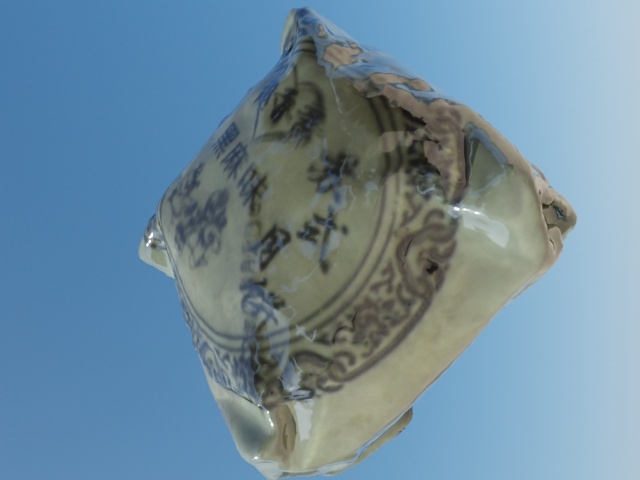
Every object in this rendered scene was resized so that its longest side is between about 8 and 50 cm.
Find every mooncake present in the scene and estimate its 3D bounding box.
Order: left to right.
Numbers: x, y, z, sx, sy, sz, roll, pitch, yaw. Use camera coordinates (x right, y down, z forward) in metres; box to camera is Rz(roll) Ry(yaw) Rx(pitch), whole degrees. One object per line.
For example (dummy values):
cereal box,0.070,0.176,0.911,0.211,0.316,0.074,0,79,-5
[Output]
mooncake,-0.004,-0.002,0.414,0.136,0.254,0.250,21,-67,-49
